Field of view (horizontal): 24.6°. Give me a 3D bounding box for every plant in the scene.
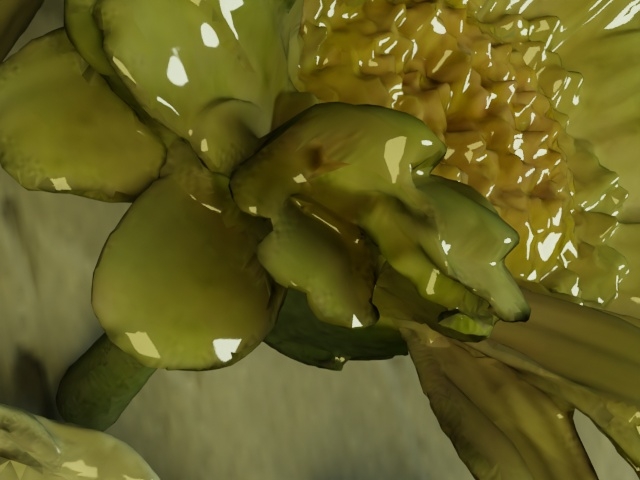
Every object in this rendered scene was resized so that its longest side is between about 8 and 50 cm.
[{"bbox_3d":[0.023,-0.041,0.490,0.305,0.297,0.261,22,80,-32],"label":"plant"}]

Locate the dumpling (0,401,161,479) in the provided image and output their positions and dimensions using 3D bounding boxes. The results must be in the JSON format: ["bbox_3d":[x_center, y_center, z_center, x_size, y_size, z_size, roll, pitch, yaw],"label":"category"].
[{"bbox_3d":[-0.111,0.138,0.534,0.162,0.132,0.250,-31,111,1],"label":"dumpling"}]

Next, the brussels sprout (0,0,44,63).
[{"bbox_3d":[-0.162,-0.162,0.389,0.344,0.268,0.344,-7,106,-24],"label":"brussels sprout"}]
